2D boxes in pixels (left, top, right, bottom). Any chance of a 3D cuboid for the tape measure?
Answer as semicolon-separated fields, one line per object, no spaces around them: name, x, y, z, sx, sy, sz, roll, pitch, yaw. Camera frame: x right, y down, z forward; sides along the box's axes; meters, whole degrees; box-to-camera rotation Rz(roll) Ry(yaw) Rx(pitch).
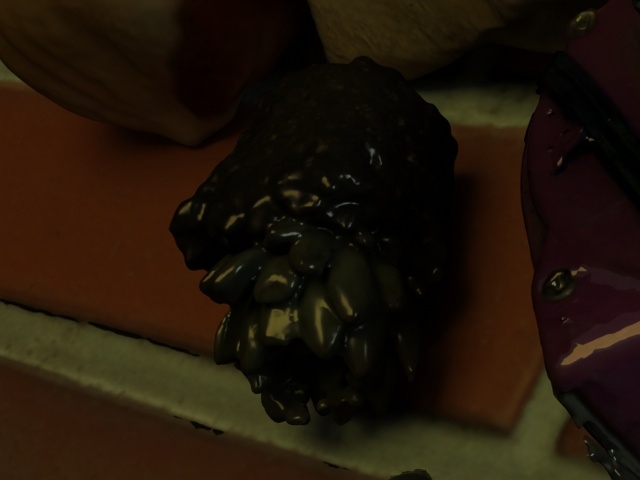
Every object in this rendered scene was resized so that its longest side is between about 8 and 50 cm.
tape measure;0.203;-0.029;0.797;0.231;0.149;0.245;-29;41;20

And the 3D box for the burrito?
burrito;0.120;-0.184;1.038;0.332;0.135;0.190;6;67;49

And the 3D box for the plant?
plant;0.000;0.000;0.973;0.129;0.132;0.194;-17;41;35

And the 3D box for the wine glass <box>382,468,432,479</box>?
wine glass;0.051;0.153;0.863;0.042;0.039;0.083;-36;42;8

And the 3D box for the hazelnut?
hazelnut;-0.109;-0.183;1.194;0.261;0.241;0.261;-20;17;6
